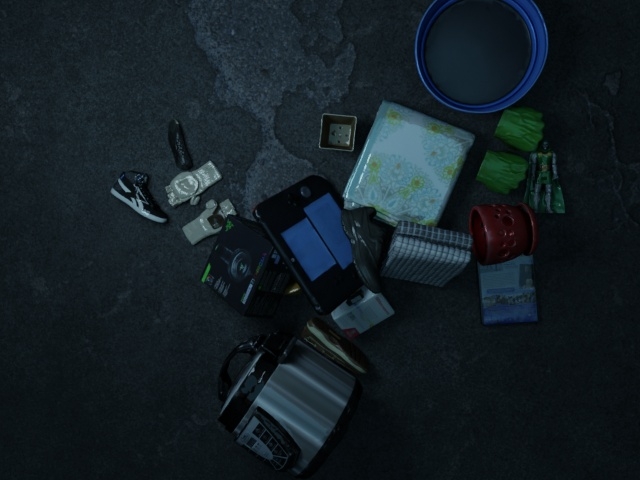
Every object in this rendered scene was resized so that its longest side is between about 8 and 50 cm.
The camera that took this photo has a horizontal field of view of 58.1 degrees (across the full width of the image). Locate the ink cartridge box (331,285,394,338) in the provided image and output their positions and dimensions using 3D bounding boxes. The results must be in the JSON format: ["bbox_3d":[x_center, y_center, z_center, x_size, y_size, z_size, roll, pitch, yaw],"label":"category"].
[{"bbox_3d":[0.136,0.226,1.888,0.175,0.072,0.127,-32,128,7],"label":"ink cartridge box"}]

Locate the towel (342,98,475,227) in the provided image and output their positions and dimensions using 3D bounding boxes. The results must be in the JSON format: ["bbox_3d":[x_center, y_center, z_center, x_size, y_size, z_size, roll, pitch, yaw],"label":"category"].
[{"bbox_3d":[0.275,-0.224,1.853,0.321,0.090,0.374,22,98,0],"label":"towel"}]

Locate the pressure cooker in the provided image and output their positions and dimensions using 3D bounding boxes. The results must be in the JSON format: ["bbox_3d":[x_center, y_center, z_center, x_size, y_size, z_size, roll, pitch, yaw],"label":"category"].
[{"bbox_3d":[-0.126,0.494,1.826,0.420,0.375,0.369,35,83,1],"label":"pressure cooker"}]

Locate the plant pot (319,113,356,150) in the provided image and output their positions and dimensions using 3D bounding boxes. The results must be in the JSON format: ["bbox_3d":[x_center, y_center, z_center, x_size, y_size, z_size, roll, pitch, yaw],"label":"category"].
[{"bbox_3d":[0.059,-0.345,1.854,0.109,0.096,0.109,6,97,5],"label":"plant pot"}]

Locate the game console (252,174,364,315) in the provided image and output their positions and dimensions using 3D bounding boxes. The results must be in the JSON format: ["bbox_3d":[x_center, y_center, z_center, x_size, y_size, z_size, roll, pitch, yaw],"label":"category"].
[{"bbox_3d":[0.000,0.000,1.791,0.060,0.342,0.386,-32,92,41],"label":"game console"}]

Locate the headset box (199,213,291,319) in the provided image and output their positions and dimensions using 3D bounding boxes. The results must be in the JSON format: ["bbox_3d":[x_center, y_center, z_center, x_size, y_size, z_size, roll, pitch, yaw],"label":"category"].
[{"bbox_3d":[-0.233,0.077,1.848,0.283,0.131,0.246,32,101,42],"label":"headset box"}]

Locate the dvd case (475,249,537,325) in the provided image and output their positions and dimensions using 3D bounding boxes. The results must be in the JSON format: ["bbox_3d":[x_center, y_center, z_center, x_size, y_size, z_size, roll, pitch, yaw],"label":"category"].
[{"bbox_3d":[0.609,0.149,1.888,0.181,0.022,0.252,-5,95,7],"label":"dvd case"}]

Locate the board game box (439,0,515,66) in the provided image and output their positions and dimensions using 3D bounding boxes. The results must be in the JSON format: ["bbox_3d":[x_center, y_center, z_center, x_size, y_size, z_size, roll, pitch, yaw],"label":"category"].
[{"bbox_3d":[0.487,-0.658,1.807,0.147,0.045,0.193,39,98,1],"label":"board game box"}]

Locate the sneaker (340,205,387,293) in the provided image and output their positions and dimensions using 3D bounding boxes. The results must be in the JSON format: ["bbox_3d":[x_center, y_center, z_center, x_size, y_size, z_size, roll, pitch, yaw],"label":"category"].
[{"bbox_3d":[0.153,0.021,1.772,0.130,0.109,0.286,-17,77,5],"label":"sneaker"}]

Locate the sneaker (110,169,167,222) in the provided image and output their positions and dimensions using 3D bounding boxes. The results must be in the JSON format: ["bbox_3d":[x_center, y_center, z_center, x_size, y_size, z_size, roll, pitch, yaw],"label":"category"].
[{"bbox_3d":[-0.593,-0.160,1.942,0.217,0.079,0.121,32,99,3],"label":"sneaker"}]

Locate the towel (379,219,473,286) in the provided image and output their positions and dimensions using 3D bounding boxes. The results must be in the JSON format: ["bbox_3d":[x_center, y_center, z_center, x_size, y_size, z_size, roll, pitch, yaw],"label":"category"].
[{"bbox_3d":[0.323,0.041,1.786,0.235,0.283,0.121,11,70,0],"label":"towel"}]

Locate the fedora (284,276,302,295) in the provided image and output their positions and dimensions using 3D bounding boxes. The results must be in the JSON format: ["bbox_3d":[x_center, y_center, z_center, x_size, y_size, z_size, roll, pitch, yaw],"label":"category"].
[{"bbox_3d":[-0.088,0.121,1.907,0.194,0.194,0.079,-16,134,7],"label":"fedora"}]

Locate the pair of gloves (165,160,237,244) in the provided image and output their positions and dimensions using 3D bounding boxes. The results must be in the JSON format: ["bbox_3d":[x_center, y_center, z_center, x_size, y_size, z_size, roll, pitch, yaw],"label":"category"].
[{"bbox_3d":[-0.405,-0.127,1.948,0.204,0.042,0.240,-24,92,7],"label":"pair of gloves"}]

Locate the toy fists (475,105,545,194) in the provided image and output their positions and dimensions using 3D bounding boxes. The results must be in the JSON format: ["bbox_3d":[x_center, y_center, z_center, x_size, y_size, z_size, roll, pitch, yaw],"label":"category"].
[{"bbox_3d":[0.603,-0.283,1.811,0.142,0.096,0.279,23,99,13],"label":"toy fists"}]

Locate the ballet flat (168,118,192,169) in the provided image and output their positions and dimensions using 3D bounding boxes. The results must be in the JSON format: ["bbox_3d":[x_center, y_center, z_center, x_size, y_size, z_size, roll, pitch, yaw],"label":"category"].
[{"bbox_3d":[-0.476,-0.322,1.941,0.058,0.049,0.173,-12,91,39],"label":"ballet flat"}]

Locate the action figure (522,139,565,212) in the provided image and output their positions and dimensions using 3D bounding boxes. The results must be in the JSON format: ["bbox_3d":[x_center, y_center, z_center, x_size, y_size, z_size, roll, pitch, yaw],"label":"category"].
[{"bbox_3d":[0.707,-0.202,1.827,0.137,0.063,0.232,0,92,9],"label":"action figure"}]

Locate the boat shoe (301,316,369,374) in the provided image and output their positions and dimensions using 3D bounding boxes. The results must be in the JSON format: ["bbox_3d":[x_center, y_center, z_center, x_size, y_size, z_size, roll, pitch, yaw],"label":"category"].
[{"bbox_3d":[0.045,0.370,1.937,0.257,0.095,0.095,41,112,6],"label":"boat shoe"}]

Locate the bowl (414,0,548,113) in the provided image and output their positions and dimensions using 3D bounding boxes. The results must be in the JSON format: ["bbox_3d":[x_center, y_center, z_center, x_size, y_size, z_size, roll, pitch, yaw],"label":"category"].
[{"bbox_3d":[0.483,-0.581,1.754,0.391,0.077,0.390,1,97,6],"label":"bowl"}]

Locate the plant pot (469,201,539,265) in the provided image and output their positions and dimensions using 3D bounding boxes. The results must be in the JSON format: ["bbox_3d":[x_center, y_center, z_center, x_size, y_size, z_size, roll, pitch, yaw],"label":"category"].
[{"bbox_3d":[0.572,-0.024,1.795,0.174,0.191,0.191,-6,95,-2],"label":"plant pot"}]
